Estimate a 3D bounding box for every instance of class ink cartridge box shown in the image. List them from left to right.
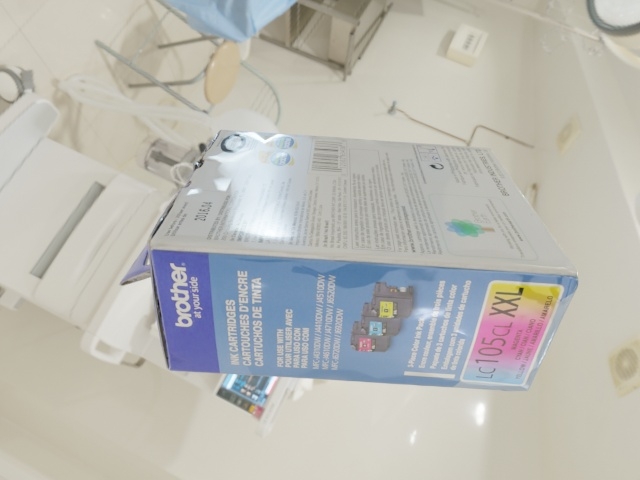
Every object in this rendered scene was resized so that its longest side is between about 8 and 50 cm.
[{"bbox_3d":[0.000,0.000,0.508,0.270,0.396,0.151,-86,-179,-58],"label":"ink cartridge box"}]
